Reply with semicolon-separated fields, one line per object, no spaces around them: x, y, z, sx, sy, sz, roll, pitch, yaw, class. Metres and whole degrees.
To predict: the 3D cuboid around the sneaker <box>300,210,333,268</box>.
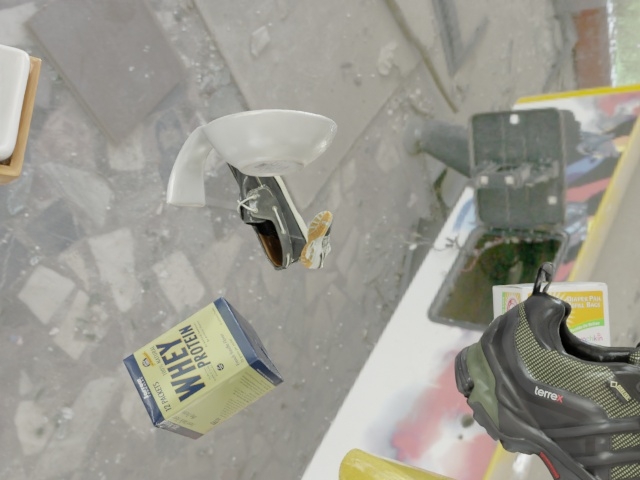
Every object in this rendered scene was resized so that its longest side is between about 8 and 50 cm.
0.000;0.000;0.893;0.037;0.032;0.083;22;90;-49;sneaker

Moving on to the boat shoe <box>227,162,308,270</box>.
-0.098;-0.061;1.057;0.079;0.084;0.233;-36;102;-33;boat shoe

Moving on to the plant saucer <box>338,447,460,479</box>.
0.154;0.390;0.597;0.333;0.081;0.332;29;52;-34;plant saucer

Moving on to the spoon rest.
-0.096;-0.106;0.738;0.137;0.276;0.084;1;79;-40;spoon rest

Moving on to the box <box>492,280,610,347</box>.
0.294;0.155;0.817;0.103;0.114;0.203;149;-60;-84;box

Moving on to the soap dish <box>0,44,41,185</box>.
-0.597;-0.205;0.971;0.291;0.118;0.228;8;62;-22;soap dish

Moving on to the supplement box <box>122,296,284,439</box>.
-0.084;0.097;0.475;0.083;0.056;0.083;-33;155;-4;supplement box

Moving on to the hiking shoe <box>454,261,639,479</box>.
0.190;0.117;0.374;0.086;0.227;0.114;-13;140;-58;hiking shoe
